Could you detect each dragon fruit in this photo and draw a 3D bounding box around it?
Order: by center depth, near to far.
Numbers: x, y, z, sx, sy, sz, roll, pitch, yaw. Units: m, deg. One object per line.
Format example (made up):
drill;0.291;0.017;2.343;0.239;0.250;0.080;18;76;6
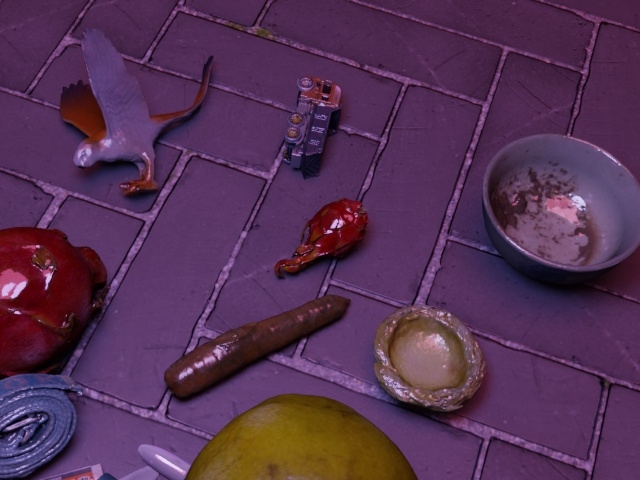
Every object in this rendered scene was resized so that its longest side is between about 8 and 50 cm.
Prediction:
dragon fruit;-0.472;0.095;1.490;0.314;0.250;0.250;-3;56;-27
dragon fruit;0.000;0.000;1.678;0.190;0.094;0.094;-37;65;1

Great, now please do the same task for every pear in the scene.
pear;-0.017;0.392;1.262;0.351;0.352;0.413;8;45;0

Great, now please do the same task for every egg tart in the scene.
egg tart;0.171;0.195;1.568;0.197;0.078;0.197;4;56;-5

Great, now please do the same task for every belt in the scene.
belt;-0.446;0.270;1.428;0.163;0.148;0.082;5;13;-32

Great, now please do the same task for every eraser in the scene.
eraser;-0.376;0.371;1.431;0.122;0.029;0.052;-13;60;-14

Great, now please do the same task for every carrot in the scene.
carrot;-0.096;0.157;1.577;0.342;0.070;0.070;-25;63;-21

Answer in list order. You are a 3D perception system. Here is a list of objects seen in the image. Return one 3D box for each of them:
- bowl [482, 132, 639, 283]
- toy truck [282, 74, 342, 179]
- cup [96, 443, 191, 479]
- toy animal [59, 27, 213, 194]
bowl;0.407;-0.032;1.696;0.289;0.146;0.289;3;56;-5
toy truck;-0.015;-0.213;1.809;0.092;0.083;0.192;11;58;2
cup;-0.266;0.431;1.332;0.173;0.167;0.300;30;86;4
toy animal;-0.320;-0.211;1.784;0.284;0.225;0.302;2;68;-29
